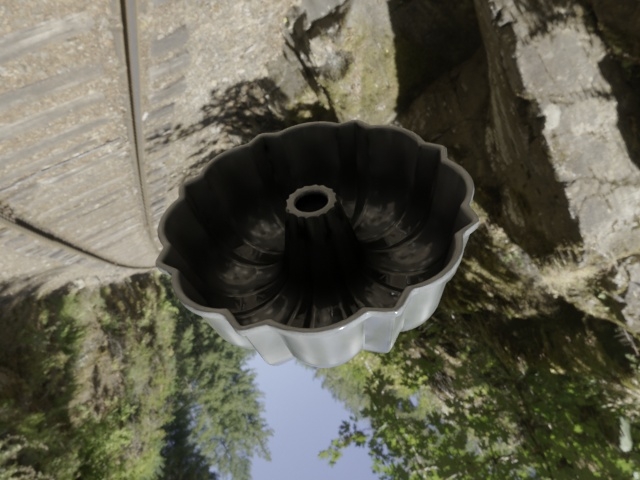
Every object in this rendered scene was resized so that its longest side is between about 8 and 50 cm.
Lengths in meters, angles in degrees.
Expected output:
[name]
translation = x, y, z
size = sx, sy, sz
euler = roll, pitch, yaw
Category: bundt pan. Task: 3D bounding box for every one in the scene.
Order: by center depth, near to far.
[bundt pan]
translation = 0.000, 0.000, 0.490
size = 0.331, 0.124, 0.330
euler = -6, -136, 6
